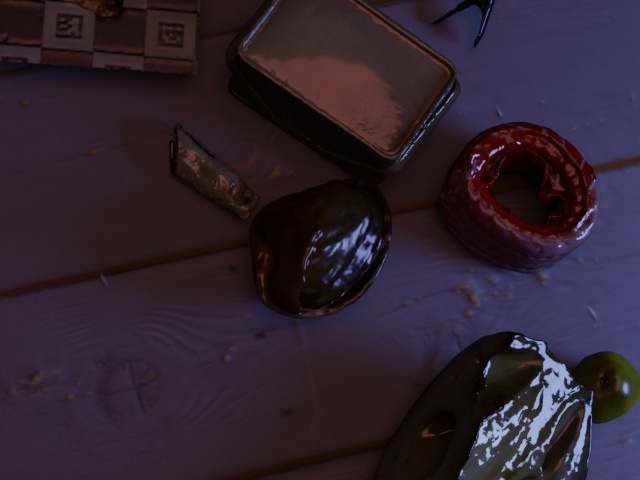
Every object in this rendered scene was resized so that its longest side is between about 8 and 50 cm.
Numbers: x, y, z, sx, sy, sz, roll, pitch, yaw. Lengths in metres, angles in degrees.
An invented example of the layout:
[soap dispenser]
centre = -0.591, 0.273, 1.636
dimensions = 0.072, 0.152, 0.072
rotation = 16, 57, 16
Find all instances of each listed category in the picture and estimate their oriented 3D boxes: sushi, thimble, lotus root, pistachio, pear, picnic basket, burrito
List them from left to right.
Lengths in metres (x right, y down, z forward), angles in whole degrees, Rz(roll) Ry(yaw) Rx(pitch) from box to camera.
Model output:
[sushi]
centre = -0.318, -0.381, 1.874
dimensions = 0.343, 0.064, 0.359
rotation = 4, 78, -8
[burrito]
centre = -0.140, -0.082, 1.843
dimensions = 0.149, 0.041, 0.055
rotation = 40, 62, 6
[pistachio]
centre = 0.000, 0.000, 1.801
dimensions = 0.165, 0.130, 0.210
rotation = 39, 67, 5
[picnic basket]
centre = 0.026, -0.203, 1.843
dimensions = 0.267, 0.139, 0.165
rotation = 34, 75, 1
[lotus root]
centre = 0.187, 0.274, 1.768
dimensions = 0.210, 0.142, 0.314
rotation = 47, 67, -19
[thimble]
centre = 0.251, -0.054, 1.850
dimensions = 0.190, 0.125, 0.163
rotation = 30, 72, 0
[pear]
centre = 0.352, 0.178, 1.824
dimensions = 0.092, 0.097, 0.092
rotation = 3, 75, -13

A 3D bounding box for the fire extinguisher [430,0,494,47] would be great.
[fire extinguisher]
centre = 0.132, -0.413, 1.935
dimensions = 0.138, 0.102, 0.344
rotation = -36, 84, 19
